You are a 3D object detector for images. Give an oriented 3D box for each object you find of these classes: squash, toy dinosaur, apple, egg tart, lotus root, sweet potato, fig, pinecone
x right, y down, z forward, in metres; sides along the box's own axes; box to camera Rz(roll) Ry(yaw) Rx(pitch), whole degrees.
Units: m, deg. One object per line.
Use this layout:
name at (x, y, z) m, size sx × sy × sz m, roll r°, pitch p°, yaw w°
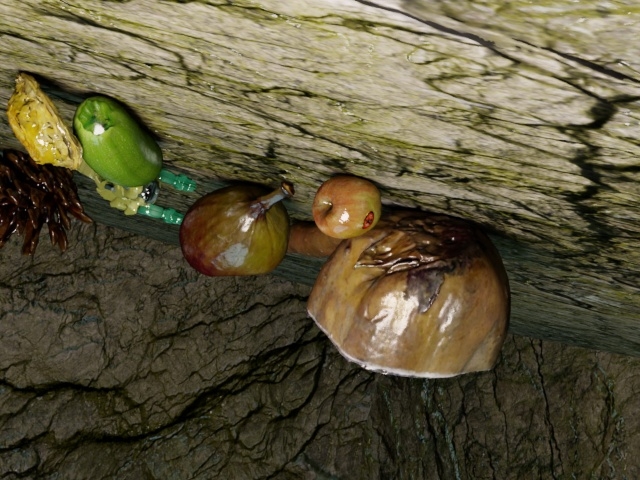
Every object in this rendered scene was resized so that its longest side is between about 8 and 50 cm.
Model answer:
squash at (-0.251, -0.114, 1.439) m, size 0.082 × 0.082 × 0.292 m, roll 15°, pitch 175°, yaw 4°
toy dinosaur at (-0.306, -0.093, 1.813) m, size 0.153 × 0.094 × 0.259 m, roll 22°, pitch 180°, yaw -42°
apple at (0.033, -0.040, 1.423) m, size 0.071 × 0.084 × 0.084 m, roll 9°, pitch 180°, yaw -41°
egg tart at (-0.320, -0.132, 1.321) m, size 0.130 × 0.052 × 0.130 m, roll 51°, pitch 162°, yaw 23°
lotus root at (0.123, 0.059, 1.543) m, size 0.272 × 0.192 × 0.272 m, roll 10°, pitch -150°, yaw -6°
sweet potato at (0.000, 0.000, 2.027) m, size 0.072 × 0.066 × 0.314 m, roll 10°, pitch 175°, yaw -28°
fig at (-0.104, -0.027, 1.728) m, size 0.170 × 0.145 × 0.274 m, roll -2°, pitch 165°, yaw -24°
pinecone at (-0.560, -0.067, 2.211) m, size 0.229 × 0.201 × 0.202 m, roll 45°, pitch 140°, yaw -11°
